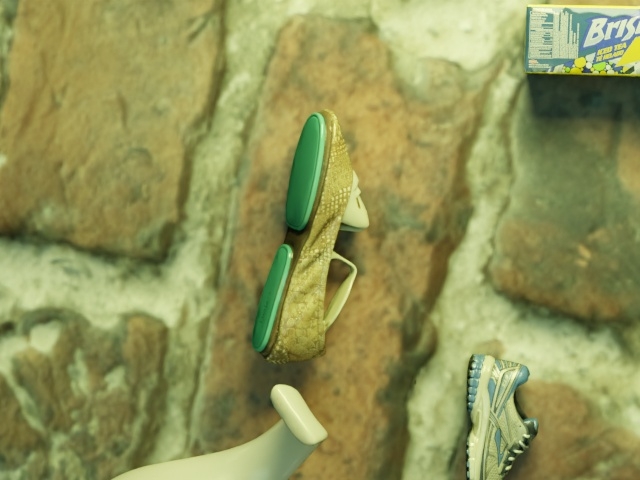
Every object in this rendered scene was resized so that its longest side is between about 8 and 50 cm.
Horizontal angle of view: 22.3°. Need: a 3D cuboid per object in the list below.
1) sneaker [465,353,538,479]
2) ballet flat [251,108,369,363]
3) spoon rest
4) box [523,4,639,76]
[{"bbox_3d":[0.143,0.158,1.282,0.058,0.052,0.135,1,96,5],"label":"sneaker"},{"bbox_3d":[0.000,0.000,1.292,0.067,0.073,0.206,12,101,-19],"label":"ballet flat"},{"bbox_3d":[-0.096,0.217,1.316,0.276,0.084,0.137,-41,73,22],"label":"spoon rest"},{"bbox_3d":[0.240,-0.151,1.233,0.169,0.059,0.054,3,97,9],"label":"box"}]
